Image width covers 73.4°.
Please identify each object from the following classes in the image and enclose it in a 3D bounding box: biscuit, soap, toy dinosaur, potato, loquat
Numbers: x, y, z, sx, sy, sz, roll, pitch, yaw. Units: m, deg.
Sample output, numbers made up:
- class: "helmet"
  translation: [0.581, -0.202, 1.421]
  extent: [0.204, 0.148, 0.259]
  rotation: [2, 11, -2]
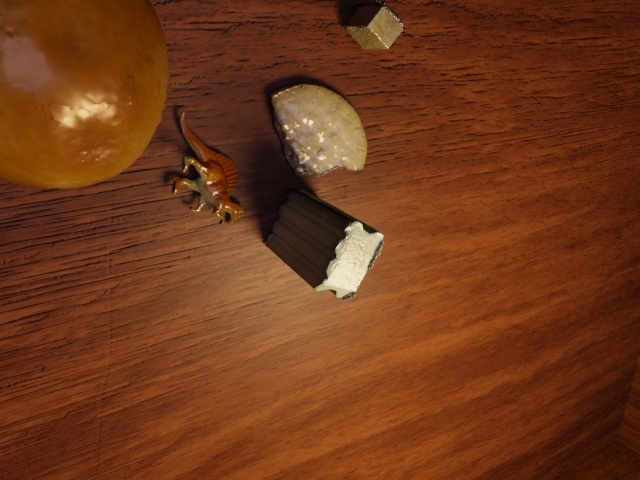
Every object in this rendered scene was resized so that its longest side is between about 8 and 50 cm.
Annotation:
- class: "biscuit"
  translation: [-0.002, -0.219, 0.899]
  extent: [0.265, 0.040, 0.188]
  rotation: [25, 94, -32]
- class: "soap"
  translation: [0.000, 0.000, 0.852]
  extent: [0.094, 0.261, 0.150]
  rotation: [18, 100, -35]
- class: "toy dinosaur"
  translation: [-0.203, -0.127, 0.822]
  extent: [0.142, 0.057, 0.212]
  rotation: [-3, 112, -38]
- class: "potato"
  translation: [0.101, -0.414, 0.829]
  extent: [0.086, 0.122, 0.061]
  rotation: [30, 100, -31]
- class: "loquat"
  translation: [-0.358, -0.226, 0.552]
  extent: [0.329, 0.328, 0.328]
  rotation: [-10, 113, -24]
